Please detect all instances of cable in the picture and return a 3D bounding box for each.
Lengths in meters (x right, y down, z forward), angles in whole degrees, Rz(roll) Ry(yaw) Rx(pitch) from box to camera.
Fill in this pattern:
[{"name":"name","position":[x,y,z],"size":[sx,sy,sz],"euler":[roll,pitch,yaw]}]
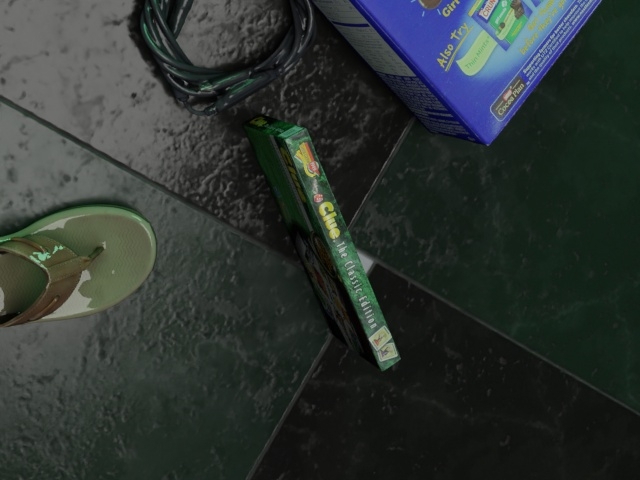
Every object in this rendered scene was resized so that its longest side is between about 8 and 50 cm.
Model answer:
[{"name":"cable","position":[-0.086,-0.219,1.096],"size":[0.184,0.047,0.150],"euler":[-34,104,-15]}]

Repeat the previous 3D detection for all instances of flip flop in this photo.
[{"name":"flip flop","position":[-0.289,0.035,1.052],"size":[0.277,0.080,0.112],"euler":[-8,105,-19]}]

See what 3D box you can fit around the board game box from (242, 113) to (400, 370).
[{"name":"board game box","position":[0.000,0.000,1.125],"size":[0.030,0.136,0.260],"euler":[-27,111,-12]}]

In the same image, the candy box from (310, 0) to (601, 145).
[{"name":"candy box","position":[0.121,-0.298,1.094],"size":[0.317,0.122,0.268],"euler":[44,79,-28]}]
